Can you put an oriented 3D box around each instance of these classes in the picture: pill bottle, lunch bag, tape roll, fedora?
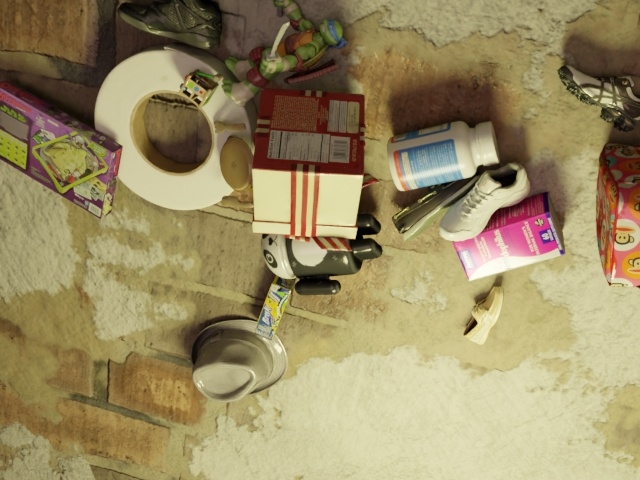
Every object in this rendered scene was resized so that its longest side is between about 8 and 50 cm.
[{"bbox_3d":[0.264,-0.186,1.569,0.221,0.124,0.124,-10,114,19],"label":"pill bottle"},{"bbox_3d":[0.613,-0.038,1.464,0.120,0.293,0.258,3,121,14],"label":"lunch bag"},{"bbox_3d":[-0.335,-0.260,1.707,0.392,0.072,0.392,6,117,11],"label":"tape roll"},{"bbox_3d":[-0.236,0.344,1.962,0.275,0.124,0.243,-11,114,19],"label":"fedora"}]

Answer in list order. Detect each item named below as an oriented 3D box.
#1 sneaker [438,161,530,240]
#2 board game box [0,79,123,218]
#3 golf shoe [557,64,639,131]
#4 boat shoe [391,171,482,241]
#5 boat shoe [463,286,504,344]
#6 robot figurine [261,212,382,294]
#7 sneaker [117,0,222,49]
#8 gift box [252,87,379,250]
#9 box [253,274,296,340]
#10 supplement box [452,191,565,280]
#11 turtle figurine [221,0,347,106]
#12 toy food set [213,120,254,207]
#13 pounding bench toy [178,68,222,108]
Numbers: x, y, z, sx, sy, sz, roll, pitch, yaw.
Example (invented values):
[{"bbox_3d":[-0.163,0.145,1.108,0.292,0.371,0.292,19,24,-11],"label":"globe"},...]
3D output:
[{"bbox_3d":[0.342,-0.094,1.561,0.232,0.090,0.115,-39,149,-5],"label":"sneaker"},{"bbox_3d":[-0.644,-0.219,1.771,0.347,0.056,0.208,30,132,9],"label":"board game box"},{"bbox_3d":[0.570,-0.306,1.471,0.198,0.077,0.094,34,105,-10],"label":"golf shoe"},{"bbox_3d":[0.259,-0.091,1.644,0.228,0.081,0.068,-40,73,20],"label":"boat shoe"},{"bbox_3d":[0.391,0.179,1.760,0.059,0.063,0.170,15,120,-1],"label":"boat shoe"},{"bbox_3d":[-0.001,0.001,1.699,0.278,0.209,0.173,-5,128,16],"label":"robot figurine"},{"bbox_3d":[-0.318,-0.502,1.572,0.227,0.087,0.130,15,117,2],"label":"sneaker"},{"bbox_3d":[-0.008,-0.140,1.541,0.276,0.255,0.258,8,147,0],"label":"gift box"},{"bbox_3d":[-0.118,0.170,1.881,0.054,0.059,0.169,23,120,0],"label":"box"},{"bbox_3d":[0.417,-0.008,1.631,0.220,0.114,0.111,-18,112,23],"label":"supplement box"},{"bbox_3d":[-0.109,-0.416,1.506,0.266,0.275,0.198,-28,73,29],"label":"turtle figurine"},{"bbox_3d":[-0.181,-0.170,1.628,0.132,0.038,0.192,10,109,45],"label":"toy food set"},{"bbox_3d":[-0.258,-0.341,1.576,0.065,0.052,0.083,36,119,-6],"label":"pounding bench toy"}]
